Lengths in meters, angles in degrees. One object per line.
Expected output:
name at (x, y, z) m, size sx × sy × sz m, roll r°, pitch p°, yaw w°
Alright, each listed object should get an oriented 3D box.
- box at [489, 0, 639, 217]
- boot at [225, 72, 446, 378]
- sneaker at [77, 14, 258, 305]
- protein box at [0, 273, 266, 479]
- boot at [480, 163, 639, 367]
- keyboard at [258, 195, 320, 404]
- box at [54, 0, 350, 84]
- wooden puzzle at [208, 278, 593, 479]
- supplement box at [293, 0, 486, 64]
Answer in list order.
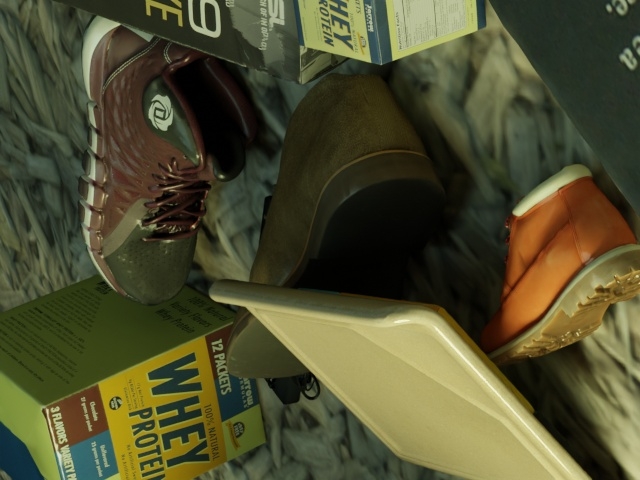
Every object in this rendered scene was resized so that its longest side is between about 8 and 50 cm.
box at (0.204, -0.139, 0.360) m, size 0.395 × 0.293 × 0.212 m, roll 58°, pitch 149°, yaw 15°
boot at (0.000, 0.000, 0.997) m, size 0.305 × 0.112 × 0.115 m, roll 120°, pitch 141°, yaw -50°
sneaker at (-0.120, -0.047, 1.129) m, size 0.162 × 0.106 × 0.281 m, roll 29°, pitch 133°, yaw 42°
protein box at (-0.194, 0.136, 1.269) m, size 0.199 × 0.201 × 0.136 m, roll 24°, pitch 129°, yaw 50°
boot at (0.133, 0.020, 0.824) m, size 0.085 × 0.059 × 0.158 m, roll 64°, pitch 146°, yaw 20°
keyboard at (-0.036, 0.062, 1.133) m, size 0.100 × 0.038 × 0.192 m, roll 44°, pitch 144°, yaw 33°
box at (-0.085, -0.279, 0.890) m, size 0.242 × 0.076 × 0.307 m, roll 24°, pitch 130°, yaw 32°
wooden puzzle at (0.066, 0.094, 0.890) m, size 0.238 × 0.044 × 0.221 m, roll 42°, pitch 161°, yaw -28°
supplement box at (0.040, -0.148, 0.823) m, size 0.083 × 0.083 × 0.056 m, roll 22°, pitch 128°, yaw 50°
